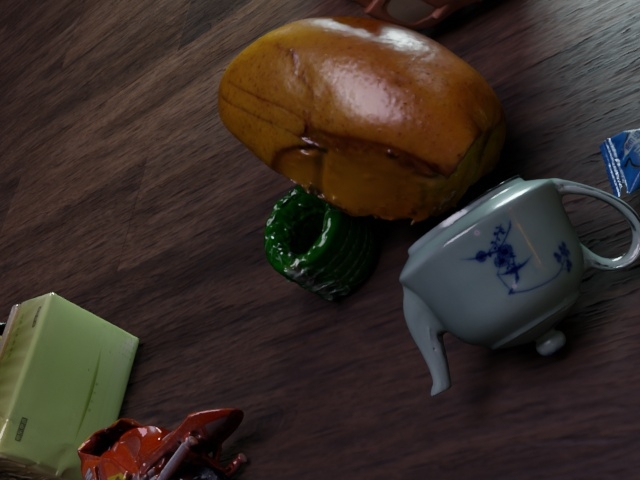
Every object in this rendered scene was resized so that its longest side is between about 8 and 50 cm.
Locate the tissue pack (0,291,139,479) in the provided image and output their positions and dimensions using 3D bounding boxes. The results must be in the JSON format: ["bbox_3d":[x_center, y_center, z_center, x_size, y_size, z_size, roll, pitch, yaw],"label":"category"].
[{"bbox_3d":[-0.354,0.210,1.268,0.125,0.159,0.234,-20,47,40],"label":"tissue pack"}]

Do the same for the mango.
[{"bbox_3d":[0.033,-0.133,1.028,0.350,0.201,0.199,24,81,33],"label":"mango"}]

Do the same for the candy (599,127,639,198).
[{"bbox_3d":[0.313,-0.089,0.838,0.136,0.038,0.088,-27,29,24],"label":"candy"}]

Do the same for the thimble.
[{"bbox_3d":[0.000,0.000,1.087,0.118,0.090,0.130,-29,42,30],"label":"thimble"}]

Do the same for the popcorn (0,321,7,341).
[{"bbox_3d":[-0.557,0.224,1.417,0.382,0.349,0.349,-33,31,-14],"label":"popcorn"}]

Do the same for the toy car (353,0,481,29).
[{"bbox_3d":[0.091,-0.369,1.170,0.212,0.271,0.180,-49,25,43],"label":"toy car"}]

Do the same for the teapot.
[{"bbox_3d":[0.167,0.033,0.831,0.232,0.159,0.159,-35,38,10],"label":"teapot"}]

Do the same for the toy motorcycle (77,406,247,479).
[{"bbox_3d":[-0.202,0.277,1.091,0.298,0.089,0.171,-19,46,40],"label":"toy motorcycle"}]
